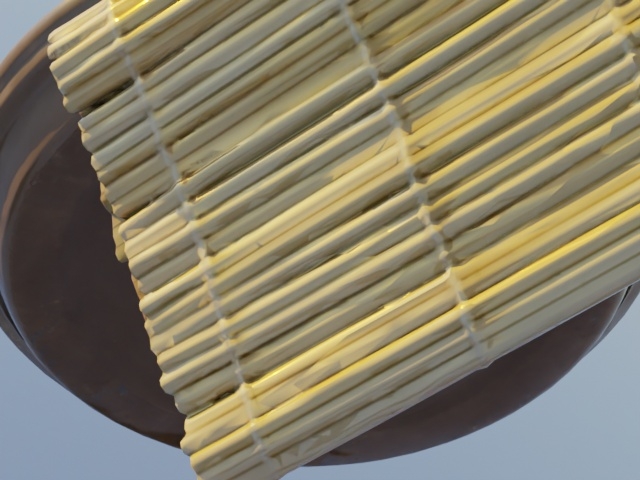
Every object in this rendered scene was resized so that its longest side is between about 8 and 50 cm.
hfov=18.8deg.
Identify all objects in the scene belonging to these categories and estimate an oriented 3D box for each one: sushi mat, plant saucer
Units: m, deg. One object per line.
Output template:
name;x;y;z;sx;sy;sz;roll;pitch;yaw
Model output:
sushi mat;0.067;-0.066;0.483;0.019;0.316;0.151;11;-129;-60
plant saucer;0.000;0.000;0.735;0.278;0.278;0.041;29;-144;-30
